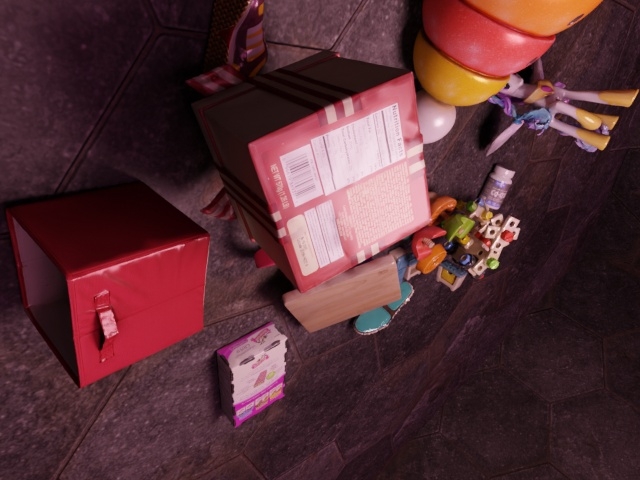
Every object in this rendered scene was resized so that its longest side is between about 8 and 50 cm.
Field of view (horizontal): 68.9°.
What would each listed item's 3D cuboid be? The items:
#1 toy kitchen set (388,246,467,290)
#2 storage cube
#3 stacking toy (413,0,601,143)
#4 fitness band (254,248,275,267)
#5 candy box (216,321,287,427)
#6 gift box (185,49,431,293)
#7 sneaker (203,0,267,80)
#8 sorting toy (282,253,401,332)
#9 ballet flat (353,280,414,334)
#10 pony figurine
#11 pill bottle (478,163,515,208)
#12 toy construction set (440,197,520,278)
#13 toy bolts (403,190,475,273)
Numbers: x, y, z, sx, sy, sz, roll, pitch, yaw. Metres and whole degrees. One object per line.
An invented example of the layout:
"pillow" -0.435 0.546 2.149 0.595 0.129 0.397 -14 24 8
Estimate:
"toy kitchen set" 0.323 0.091 1.421 0.207 0.166 0.122 -22 135 -36
"storage cube" -0.291 0.050 0.661 0.193 0.215 0.184 -23 134 -44
"stacking toy" 0.307 -0.400 0.944 0.350 0.350 0.480 -21 152 -37
"fitness band" 0.000 0.000 0.960 0.291 0.209 0.054 -14 89 -39
"candy box" -0.167 0.333 1.156 0.159 0.071 0.233 -24 136 -34
"gift box" -0.037 -0.114 0.651 0.276 0.258 0.255 -23 123 -18
"sneaker" -0.112 -0.308 0.690 0.084 0.069 0.185 -13 135 -53
"sorting toy" 0.053 0.108 1.125 0.257 0.089 0.255 -21 152 2
"ballet flat" 0.199 0.219 1.471 0.241 0.091 0.077 -35 166 -17
"pony figurine" 0.598 -0.362 1.255 0.303 0.363 0.351 -65 159 5
"pill bottle" 0.594 -0.182 1.574 0.078 0.078 0.137 -8 125 -45
"toy construction set" 0.476 -0.015 1.397 0.151 0.328 0.215 42 98 -12
"toy bolts" 0.274 -0.028 1.292 0.228 0.158 0.218 -8 138 -49
